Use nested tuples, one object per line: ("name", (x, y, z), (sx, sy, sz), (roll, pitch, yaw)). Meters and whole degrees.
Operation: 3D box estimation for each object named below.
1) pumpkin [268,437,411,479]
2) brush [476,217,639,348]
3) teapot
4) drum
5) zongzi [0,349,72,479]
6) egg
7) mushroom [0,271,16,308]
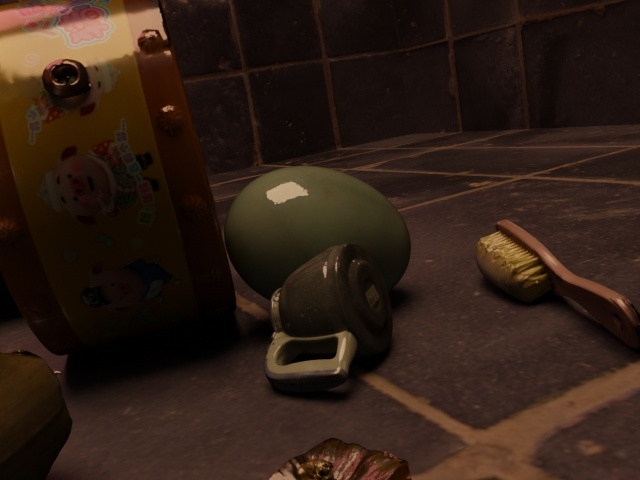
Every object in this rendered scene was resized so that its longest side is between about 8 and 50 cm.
("pumpkin", (0.004, 0.150, 0.378), (0.083, 0.054, 0.074), (-26, 16, -39))
("brush", (0.231, 0.048, 0.677), (0.067, 0.072, 0.313), (-32, 16, 2))
("teapot", (0.006, 0.083, 0.632), (0.108, 0.149, 0.111), (-20, -33, 27))
("drum", (-0.253, -0.084, 0.788), (0.214, 0.431, 0.431), (-14, 13, -10))
("zongzi", (-0.330, 0.163, 0.423), (0.274, 0.125, 0.251), (-11, 12, 20))
("egg", (0.000, 0.000, 0.761), (0.231, 0.168, 0.168), (10, 2, -28))
("mushroom", (-0.477, -0.040, 1.046), (0.239, 0.345, 0.345), (26, 21, 10))
